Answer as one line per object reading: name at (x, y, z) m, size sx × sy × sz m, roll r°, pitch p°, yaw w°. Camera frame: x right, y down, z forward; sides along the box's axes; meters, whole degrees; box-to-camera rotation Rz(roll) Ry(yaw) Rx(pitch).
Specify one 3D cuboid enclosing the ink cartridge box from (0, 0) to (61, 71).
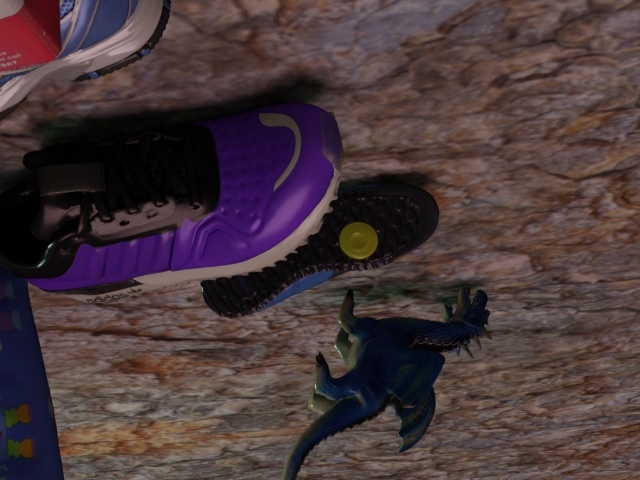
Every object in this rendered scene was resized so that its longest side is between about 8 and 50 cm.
ink cartridge box at (-0.241, -0.158, 0.669) m, size 0.172 × 0.100 × 0.237 m, roll -10°, pitch 159°, yaw 8°

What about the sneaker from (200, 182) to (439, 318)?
sneaker at (0.000, 0.000, 1.215) m, size 0.209 × 0.069 × 0.082 m, roll -23°, pitch -172°, yaw 15°

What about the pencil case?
pencil case at (-0.272, 0.142, 1.136) m, size 0.133 × 0.306 × 0.119 m, roll -7°, pitch 167°, yaw -21°

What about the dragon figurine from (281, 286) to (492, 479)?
dragon figurine at (0.067, 0.137, 1.379) m, size 0.144 × 0.289 × 0.085 m, roll 19°, pitch 138°, yaw 9°

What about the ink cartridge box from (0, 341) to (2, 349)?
ink cartridge box at (-0.465, 0.110, 0.999) m, size 0.395 × 0.166 × 0.285 m, roll -39°, pitch 153°, yaw 21°

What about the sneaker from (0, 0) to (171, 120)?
sneaker at (-0.193, -0.118, 0.836) m, size 0.211 × 0.080 × 0.081 m, roll -24°, pitch 148°, yaw 16°

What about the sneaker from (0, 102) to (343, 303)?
sneaker at (-0.127, -0.028, 1.031) m, size 0.293 × 0.102 × 0.146 m, roll -21°, pitch 154°, yaw 31°
